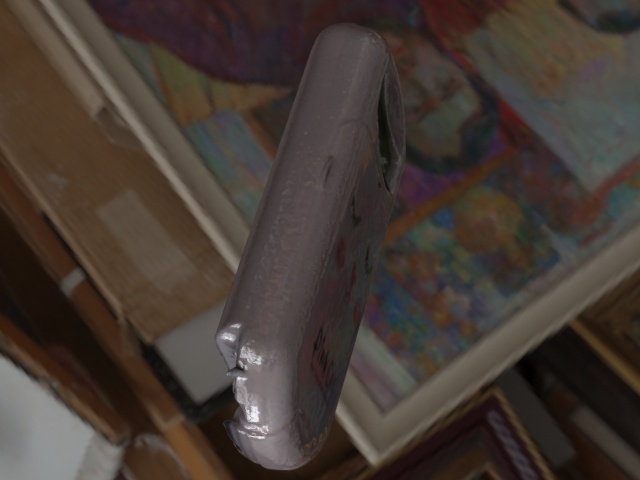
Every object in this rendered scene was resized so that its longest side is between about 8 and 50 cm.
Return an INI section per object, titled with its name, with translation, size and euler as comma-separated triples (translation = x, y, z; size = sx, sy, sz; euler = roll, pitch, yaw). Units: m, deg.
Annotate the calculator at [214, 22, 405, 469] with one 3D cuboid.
[calculator]
translation = 0.000, 0.000, 0.494
size = 0.100, 0.032, 0.175
euler = 74, 30, -62
